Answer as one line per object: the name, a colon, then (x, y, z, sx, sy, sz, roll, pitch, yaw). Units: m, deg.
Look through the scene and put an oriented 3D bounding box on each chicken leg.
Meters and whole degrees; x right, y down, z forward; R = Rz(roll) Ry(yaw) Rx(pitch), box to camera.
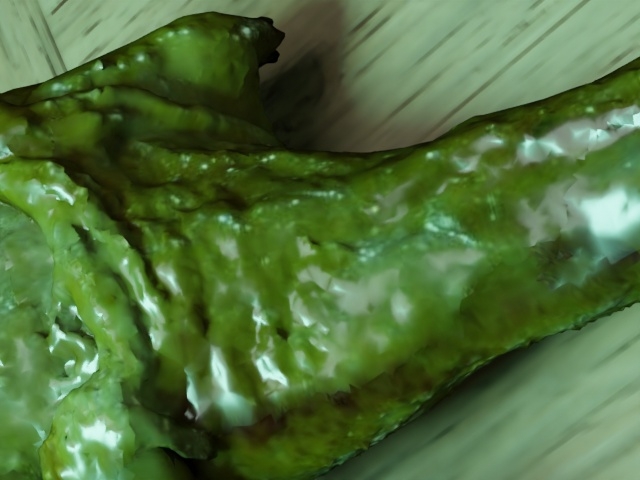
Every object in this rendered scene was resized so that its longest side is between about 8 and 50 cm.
chicken leg: (-0.006, -0.002, 0.620, 0.361, 0.140, 0.211, -23, 52, 9)
